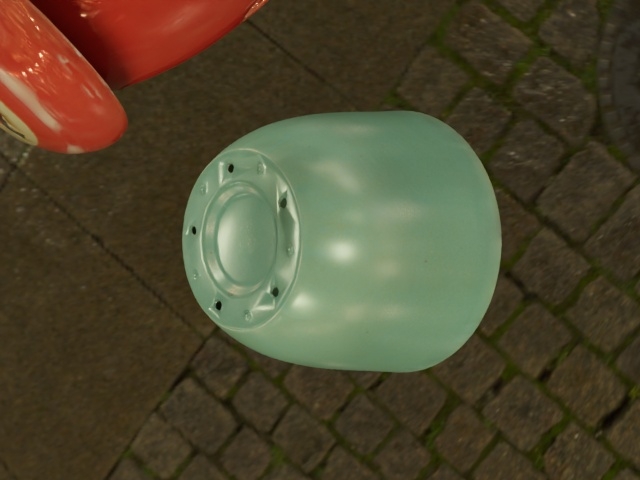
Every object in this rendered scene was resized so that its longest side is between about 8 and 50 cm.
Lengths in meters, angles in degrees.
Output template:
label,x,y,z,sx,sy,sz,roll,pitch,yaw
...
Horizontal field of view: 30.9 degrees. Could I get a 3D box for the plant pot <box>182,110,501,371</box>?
label,x,y,z,sx,sy,sz,roll,pitch,yaw
plant pot,0.000,0.000,1.209,0.293,0.235,0.293,-1,89,46

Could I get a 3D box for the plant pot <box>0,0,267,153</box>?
label,x,y,z,sx,sy,sz,roll,pitch,yaw
plant pot,-0.096,-0.138,0.417,0.191,0.191,0.174,36,82,14
